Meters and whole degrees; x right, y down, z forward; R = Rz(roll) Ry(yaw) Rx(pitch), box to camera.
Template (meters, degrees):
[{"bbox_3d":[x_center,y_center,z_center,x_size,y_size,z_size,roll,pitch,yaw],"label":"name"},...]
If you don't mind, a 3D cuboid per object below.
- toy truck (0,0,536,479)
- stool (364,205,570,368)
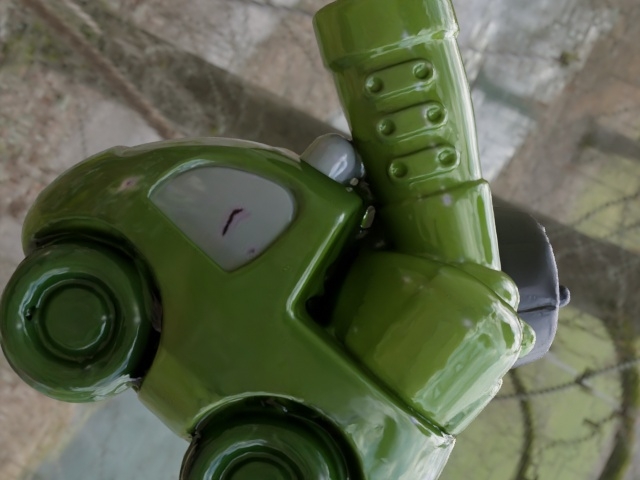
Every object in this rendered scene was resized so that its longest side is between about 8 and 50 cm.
[{"bbox_3d":[-0.001,0.021,0.526,0.210,0.187,0.148,-32,176,6],"label":"toy truck"},{"bbox_3d":[0.064,0.027,0.687,0.096,0.110,0.096,176,-90,-74],"label":"stool"}]
